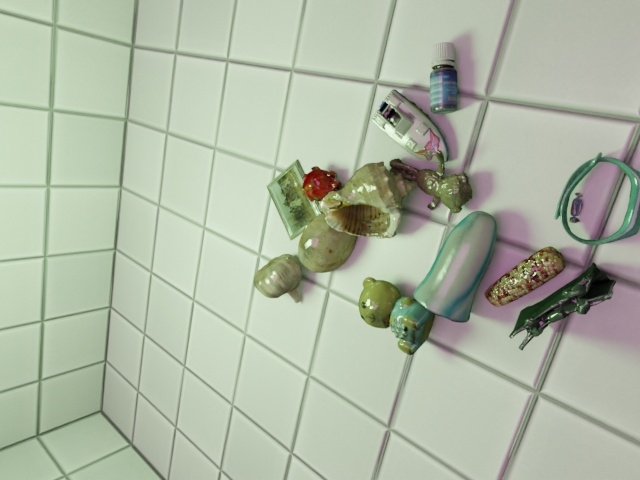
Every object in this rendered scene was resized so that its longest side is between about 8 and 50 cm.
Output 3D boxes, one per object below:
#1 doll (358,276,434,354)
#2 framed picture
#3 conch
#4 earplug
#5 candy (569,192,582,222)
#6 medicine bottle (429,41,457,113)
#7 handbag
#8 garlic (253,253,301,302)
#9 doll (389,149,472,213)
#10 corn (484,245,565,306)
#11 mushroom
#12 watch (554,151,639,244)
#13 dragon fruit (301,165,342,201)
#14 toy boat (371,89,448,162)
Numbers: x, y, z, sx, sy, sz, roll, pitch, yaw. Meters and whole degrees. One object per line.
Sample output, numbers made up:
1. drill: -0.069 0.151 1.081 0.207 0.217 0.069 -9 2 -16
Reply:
1. doll: 0.245 0.239 1.518 0.261 0.162 0.176 25 131 32
2. framed picture: -0.112 -0.163 1.844 0.217 0.017 0.274 -36 73 36
3. conch: 0.168 -0.131 1.523 0.325 0.186 0.262 -7 108 37
4. earplug: 0.432 0.065 1.356 0.185 0.185 0.323 32 108 31
5. candy: 0.696 -0.088 1.217 0.030 0.020 0.083 13 101 20
6. medicine bottle: 0.377 -0.497 1.380 0.084 0.084 0.202 0 95 38
7. handbag: 0.618 0.168 1.155 0.247 0.260 0.079 -47 69 30
8. garlic: -0.145 0.172 1.823 0.219 0.218 0.212 -26 108 37
9. doll: 0.350 -0.183 1.446 0.286 0.091 0.202 -1 103 48
10. corn: 0.580 0.113 1.291 0.253 0.086 0.086 -44 68 34
11. mushroom: 0.000 0.000 1.667 0.195 0.189 0.253 40 112 26
12. watch: 0.724 -0.104 1.155 0.195 0.068 0.236 13 102 30
13. dragon fruit: -0.002 -0.209 1.680 0.166 0.133 0.136 10 94 39
14. toy boat: 0.302 -0.354 1.453 0.295 0.088 0.129 47 122 16
